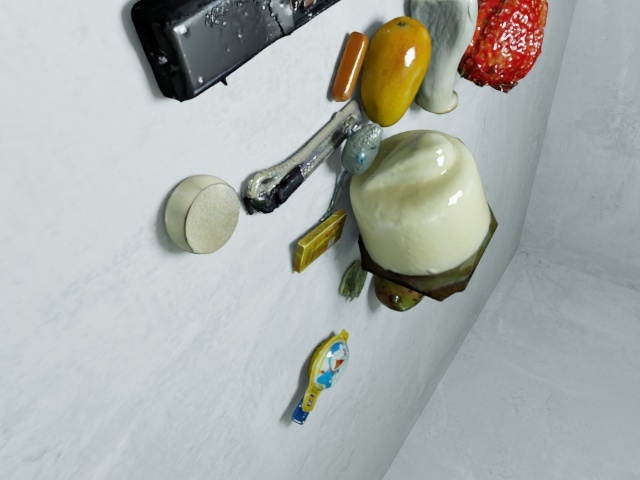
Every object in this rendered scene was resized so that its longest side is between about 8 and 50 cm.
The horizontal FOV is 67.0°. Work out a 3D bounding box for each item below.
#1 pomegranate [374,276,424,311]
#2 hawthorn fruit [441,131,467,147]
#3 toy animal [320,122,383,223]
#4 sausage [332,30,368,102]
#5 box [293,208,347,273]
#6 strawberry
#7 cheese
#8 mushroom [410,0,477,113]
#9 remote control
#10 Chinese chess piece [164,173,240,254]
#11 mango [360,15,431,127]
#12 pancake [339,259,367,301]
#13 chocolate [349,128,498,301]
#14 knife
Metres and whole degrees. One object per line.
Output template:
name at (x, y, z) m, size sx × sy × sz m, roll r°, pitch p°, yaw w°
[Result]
pomegranate at (0.241, 0.119, 1.448) m, size 0.205 × 0.159 × 0.159 m, roll -72°, pitch 163°, yaw -49°
hawthorn fruit at (0.374, -0.239, 1.405) m, size 0.189 × 0.149 × 0.149 m, roll -42°, pitch 143°, yaw -30°
toy animal at (0.058, -0.148, 1.013) m, size 0.079 × 0.070 × 0.253 m, roll -17°, pitch 151°, yaw -39°
sausage at (0.054, -0.327, 0.922) m, size 0.039 × 0.041 × 0.131 m, roll -27°, pitch 137°, yaw -79°
box at (0.000, 0.000, 1.061) m, size 0.156 × 0.022 × 0.089 m, roll -41°, pitch 157°, yaw -37°
strawberry at (0.437, -0.532, 1.190) m, size 0.238 × 0.250 × 0.289 m, roll -20°, pitch 143°, yaw -55°
cheese at (0.004, 0.361, 1.288) m, size 0.270 × 0.069 × 0.177 m, roll -58°, pitch 150°, yaw -16°
mushroom at (0.277, -0.425, 1.114) m, size 0.122 × 0.159 × 0.329 m, roll -17°, pitch 140°, yaw -3°
remote control at (-0.078, -0.334, 0.678) m, size 0.399 × 0.062 × 0.145 m, roll -48°, pitch 146°, yaw -30°
Chinese chess piece at (-0.178, -0.039, 0.732) m, size 0.122 × 0.051 × 0.122 m, roll -39°, pitch 140°, yaw -43°
mango at (0.148, -0.339, 0.989) m, size 0.151 × 0.120 × 0.221 m, roll -19°, pitch 133°, yaw -55°
pancake at (0.096, 0.109, 1.313) m, size 0.116 × 0.022 × 0.129 m, roll -64°, pitch 150°, yaw -10°
chocolate at (0.204, -0.084, 1.091) m, size 0.326 × 0.314 × 0.297 m, roll -59°, pitch 142°, yaw -10°
knife at (-0.014, -0.164, 0.921) m, size 0.365 × 0.043 × 0.089 m, roll -47°, pitch 150°, yaw -34°
